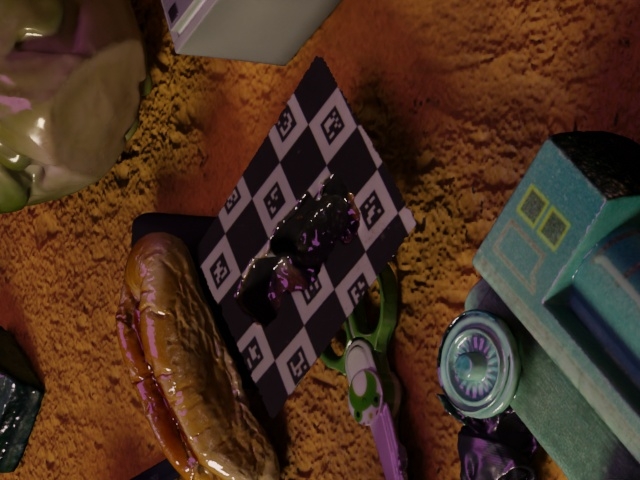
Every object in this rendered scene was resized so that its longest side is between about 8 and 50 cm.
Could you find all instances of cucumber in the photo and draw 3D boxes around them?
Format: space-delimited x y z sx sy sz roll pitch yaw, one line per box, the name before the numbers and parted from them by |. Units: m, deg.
cucumber | -0.344 0.162 1.881 0.116 0.062 0.115 49 122 42

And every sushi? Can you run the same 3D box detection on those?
sushi | 0.000 0.000 1.400 0.215 0.050 0.192 -55 44 30

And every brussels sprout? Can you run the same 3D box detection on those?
brussels sprout | -0.305 -0.160 1.668 0.354 0.281 0.289 22 107 42

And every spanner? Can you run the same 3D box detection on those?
spanner | -0.146 0.218 1.645 0.208 0.012 0.046 -35 61 48

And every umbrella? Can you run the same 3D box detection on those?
umbrella | 0.115 0.179 1.248 0.080 0.071 0.224 1 82 14

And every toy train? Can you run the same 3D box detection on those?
toy train | 0.197 0.084 1.100 0.298 0.120 0.194 53 124 41

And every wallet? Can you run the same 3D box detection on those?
wallet | -0.092 0.051 1.557 0.250 0.044 0.149 6 96 53

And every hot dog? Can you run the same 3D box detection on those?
hot dog | -0.112 0.113 1.496 0.084 0.073 0.242 -23 89 56

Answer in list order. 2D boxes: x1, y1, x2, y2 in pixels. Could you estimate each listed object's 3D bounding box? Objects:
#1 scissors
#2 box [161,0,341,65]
scissors | 0.041 0.117 1.382 0.101 0.027 0.204 -42 54 46
box | -0.052 -0.299 1.456 0.225 0.117 0.225 -45 53 43
